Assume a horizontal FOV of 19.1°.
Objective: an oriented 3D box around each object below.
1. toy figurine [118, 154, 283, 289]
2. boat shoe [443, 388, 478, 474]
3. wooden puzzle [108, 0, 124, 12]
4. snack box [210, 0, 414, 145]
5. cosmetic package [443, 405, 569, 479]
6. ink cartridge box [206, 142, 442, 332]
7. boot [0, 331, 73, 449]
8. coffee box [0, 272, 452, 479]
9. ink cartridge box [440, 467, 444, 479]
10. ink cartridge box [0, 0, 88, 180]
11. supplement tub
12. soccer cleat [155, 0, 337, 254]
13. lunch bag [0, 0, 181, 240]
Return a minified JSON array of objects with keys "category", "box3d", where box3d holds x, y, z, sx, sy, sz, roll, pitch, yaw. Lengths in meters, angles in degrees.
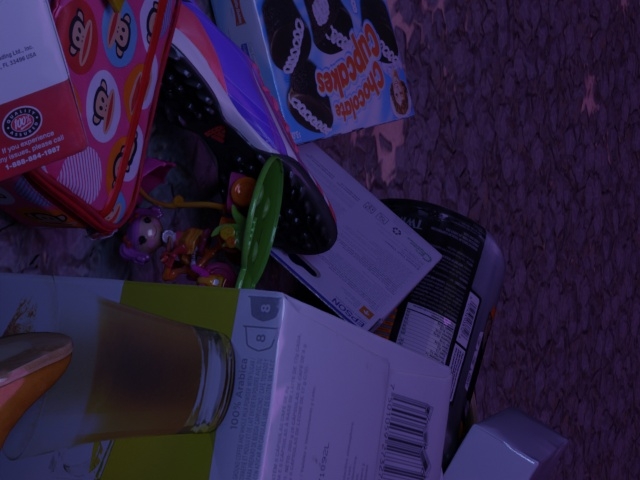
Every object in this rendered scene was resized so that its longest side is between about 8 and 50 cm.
[{"category":"toy figurine","box3d":[-0.133,-0.012,1.832,0.130,0.159,0.173,65,37,-75]},{"category":"boat shoe","box3d":[0.157,0.160,2.470,0.123,0.123,0.342,-28,111,-58]},{"category":"wooden puzzle","box3d":[-0.176,-0.261,1.631,0.078,0.014,0.116,60,37,-57]},{"category":"snack box","box3d":[-0.004,-0.207,2.137,0.322,0.060,0.187,-20,97,-61]},{"category":"cosmetic package","box3d":[0.149,0.386,2.266,0.377,0.097,0.284,-60,169,6]},{"category":"ink cartridge box","box3d":[0.000,0.000,2.065,0.045,0.223,0.224,-52,173,34]},{"category":"boot","box3d":[-0.300,0.217,1.526,0.295,0.104,0.211,-29,113,-33]},{"category":"coffee box","box3d":[-0.118,0.232,1.688,0.338,0.334,0.338,26,70,-59]},{"category":"ink cartridge box","box3d":[0.028,0.376,1.941,0.130,0.309,0.272,-1,66,-22]},{"category":"ink cartridge box","box3d":[-0.310,-0.172,1.413,0.197,0.114,0.273,-21,120,-16]},{"category":"supplement tub","box3d":[0.082,0.138,2.218,0.207,0.207,0.338,57,44,-49]},{"category":"soccer cleat","box3d":[-0.076,-0.120,1.918,0.318,0.108,0.116,49,43,-24]},{"category":"lunch bag","box3d":[-0.223,-0.156,1.698,0.258,0.120,0.293,46,51,-61]}]
